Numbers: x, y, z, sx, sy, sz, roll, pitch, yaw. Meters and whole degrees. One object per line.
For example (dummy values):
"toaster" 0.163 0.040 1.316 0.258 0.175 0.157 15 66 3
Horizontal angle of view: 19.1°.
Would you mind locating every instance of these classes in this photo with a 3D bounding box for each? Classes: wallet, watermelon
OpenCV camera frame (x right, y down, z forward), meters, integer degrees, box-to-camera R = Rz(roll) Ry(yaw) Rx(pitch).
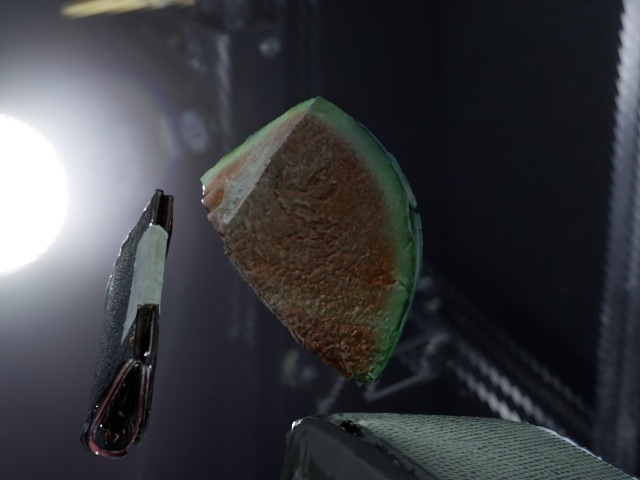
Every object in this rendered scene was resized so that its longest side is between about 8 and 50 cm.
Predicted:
"wallet" -0.206 0.097 2.127 0.262 0.071 0.221 115 -15 -58
"watermelon" 0.015 -0.010 1.516 0.146 0.128 0.231 -43 -100 10

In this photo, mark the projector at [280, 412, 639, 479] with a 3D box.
"projector" 0.103 0.343 1.298 0.405 0.242 0.395 -153 -112 -67
